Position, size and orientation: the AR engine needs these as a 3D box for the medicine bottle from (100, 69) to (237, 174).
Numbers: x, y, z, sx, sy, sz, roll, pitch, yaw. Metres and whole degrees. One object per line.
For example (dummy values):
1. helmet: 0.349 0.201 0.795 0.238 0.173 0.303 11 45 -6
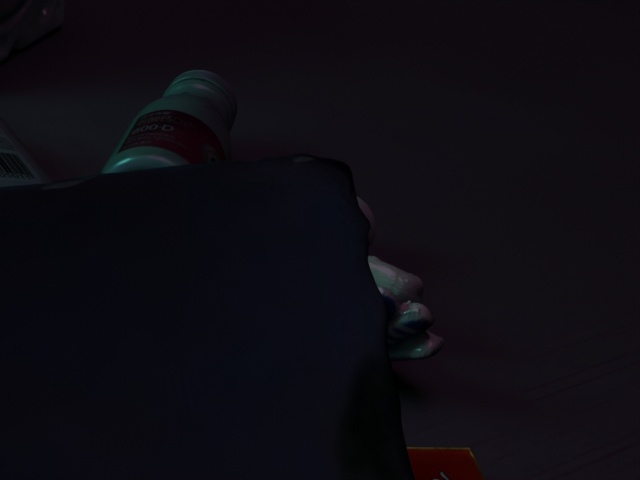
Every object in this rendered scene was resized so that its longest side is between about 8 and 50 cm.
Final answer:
1. medicine bottle: -0.120 -0.074 1.207 0.090 0.090 0.217 12 28 2

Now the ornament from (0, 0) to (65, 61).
1. ornament: -0.397 -0.313 1.391 0.239 0.240 0.239 17 29 12

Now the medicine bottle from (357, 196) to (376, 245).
1. medicine bottle: 0.000 0.000 1.149 0.057 0.057 0.089 24 30 23

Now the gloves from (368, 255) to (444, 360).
1. gloves: -0.013 0.031 1.049 0.229 0.097 0.119 24 44 26

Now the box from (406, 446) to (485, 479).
1. box: 0.042 0.164 0.901 0.133 0.023 0.090 3 31 -13

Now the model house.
1. model house: -0.189 0.144 0.652 0.360 0.298 0.339 -11 -1 -36

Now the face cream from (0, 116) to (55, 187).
1. face cream: -0.325 -0.076 1.149 0.163 0.080 0.336 -6 33 -33
